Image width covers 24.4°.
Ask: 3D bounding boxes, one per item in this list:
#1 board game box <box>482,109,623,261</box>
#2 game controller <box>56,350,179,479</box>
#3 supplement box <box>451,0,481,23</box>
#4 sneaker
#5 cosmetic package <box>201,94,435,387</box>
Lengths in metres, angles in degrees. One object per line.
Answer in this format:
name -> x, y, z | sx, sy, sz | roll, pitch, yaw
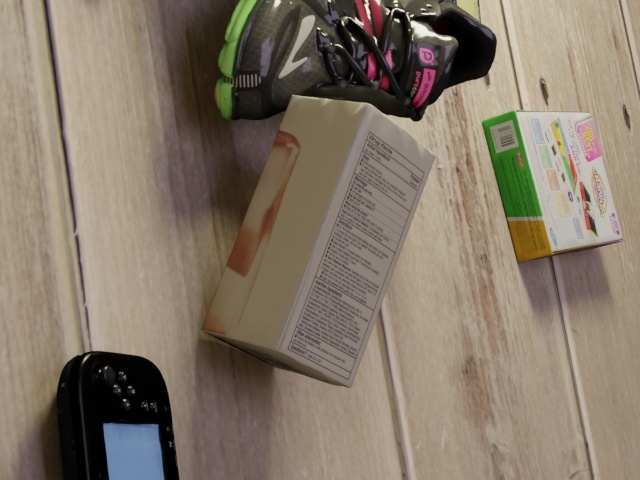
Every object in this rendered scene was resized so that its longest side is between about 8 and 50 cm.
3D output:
board game box -> 0.397, -0.096, 2.490 | 0.316, 0.064, 0.242 | -6, 81, -57
game controller -> -0.186, 0.268, 1.445 | 0.166, 0.067, 0.319 | 10, 69, -55
supplement box -> 0.207, -0.384, 2.337 | 0.083, 0.056, 0.083 | 25, 56, -49
sneaker -> 0.055, -0.243, 1.844 | 0.483, 0.202, 0.185 | -22, 128, -47
cosmetic package -> 0.000, 0.000, 1.688 | 0.153, 0.129, 0.296 | 33, 74, -47
